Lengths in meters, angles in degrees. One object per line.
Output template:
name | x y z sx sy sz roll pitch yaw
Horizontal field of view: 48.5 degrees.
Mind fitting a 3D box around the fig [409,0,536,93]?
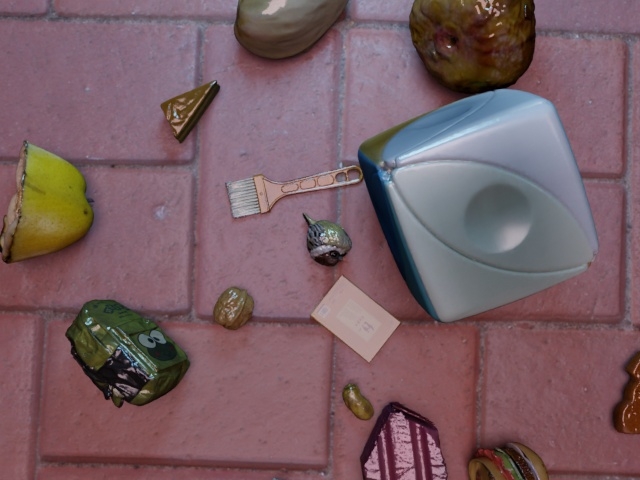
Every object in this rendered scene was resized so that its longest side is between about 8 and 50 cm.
fig | 0.377 -0.498 1.531 0.286 0.286 0.368 45 64 3

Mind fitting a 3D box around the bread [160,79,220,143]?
bread | -0.273 -0.288 1.582 0.139 0.074 0.084 -25 86 -4

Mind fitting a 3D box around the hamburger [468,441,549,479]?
hamburger | 0.406 0.506 1.492 0.136 0.175 0.175 -15 86 -14

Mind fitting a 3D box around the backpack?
backpack | -0.410 0.232 1.488 0.253 0.207 0.140 40 99 9

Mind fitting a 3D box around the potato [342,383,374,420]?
potato | 0.079 0.354 1.555 0.092 0.046 0.045 52 52 -6

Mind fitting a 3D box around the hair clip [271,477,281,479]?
hair clip | -0.029 0.602 1.529 0.159 0.071 0.218 -41 91 -5

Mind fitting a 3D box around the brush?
brush | -0.053 -0.122 1.602 0.314 0.017 0.090 -12 89 -2

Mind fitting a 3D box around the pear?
pear | -0.576 -0.068 1.521 0.178 0.267 0.267 12 86 -24

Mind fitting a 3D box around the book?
book | 0.078 0.174 1.582 0.172 0.012 0.118 39 87 3

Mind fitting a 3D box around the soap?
soap | 0.175 0.490 1.511 0.182 0.112 0.289 -8 86 -1

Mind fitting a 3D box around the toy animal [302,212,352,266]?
toy animal | 0.000 0.000 1.558 0.137 0.098 0.098 28 86 18

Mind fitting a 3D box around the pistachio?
pistachio | -0.059 -0.512 1.559 0.288 0.166 0.197 -28 110 -6

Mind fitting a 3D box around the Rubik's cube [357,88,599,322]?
Rubik's cube | 0.292 -0.080 1.397 0.347 0.352 0.352 -22 103 1

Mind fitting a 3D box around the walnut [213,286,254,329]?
walnut | -0.189 0.148 1.552 0.079 0.082 0.096 36 85 -26

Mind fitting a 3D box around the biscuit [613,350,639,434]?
biscuit | 0.799 0.364 1.560 0.306 0.043 0.284 43 86 0
